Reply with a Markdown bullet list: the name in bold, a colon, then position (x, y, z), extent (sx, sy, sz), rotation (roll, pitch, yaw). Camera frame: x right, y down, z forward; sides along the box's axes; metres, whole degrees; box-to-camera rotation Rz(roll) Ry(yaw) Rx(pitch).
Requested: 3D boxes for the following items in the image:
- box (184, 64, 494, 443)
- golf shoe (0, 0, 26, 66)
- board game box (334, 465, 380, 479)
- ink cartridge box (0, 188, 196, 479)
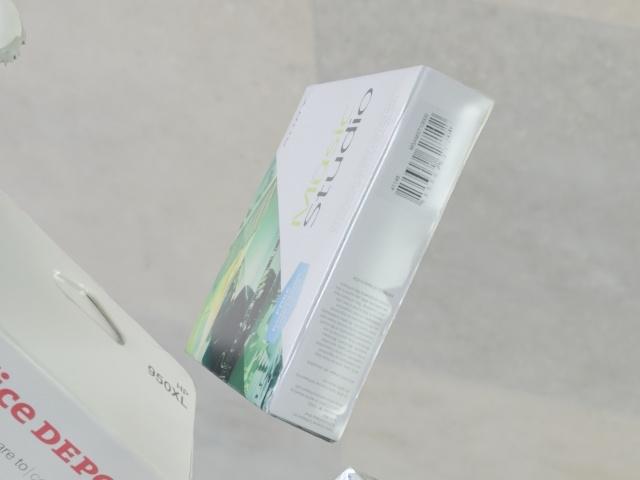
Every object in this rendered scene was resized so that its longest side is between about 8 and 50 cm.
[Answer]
- **box**: position (0.000, 0.000, 1.172), extent (0.058, 0.232, 0.322), rotation (26, 176, -12)
- **golf shoe**: position (-0.267, -0.198, 1.264), extent (0.069, 0.176, 0.086), rotation (-19, 139, -11)
- **board game box**: position (0.018, 0.216, 1.213), extent (0.026, 0.103, 0.154), rotation (48, -175, 26)
- **ink cartridge box**: position (-0.339, 0.178, 1.405), extent (0.395, 0.166, 0.285), rotation (-35, 117, 17)
